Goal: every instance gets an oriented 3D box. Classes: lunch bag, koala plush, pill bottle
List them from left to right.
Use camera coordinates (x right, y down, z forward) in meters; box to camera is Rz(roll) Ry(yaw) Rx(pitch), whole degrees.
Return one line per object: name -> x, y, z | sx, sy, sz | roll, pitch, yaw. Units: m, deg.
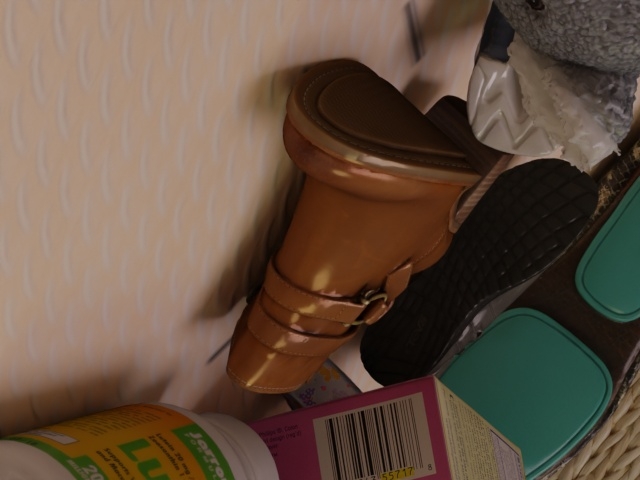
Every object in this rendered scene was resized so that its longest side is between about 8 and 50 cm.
pill bottle -> -0.127, 0.174, 1.164 | 0.136, 0.136, 0.246 | -55, 160, 20
lunch bag -> 0.009, 0.131, 1.454 | 0.053, 0.083, 0.071 | -46, 162, -10
koala plush -> 0.103, -0.161, 0.882 | 0.196, 0.221, 0.203 | -55, 160, 17

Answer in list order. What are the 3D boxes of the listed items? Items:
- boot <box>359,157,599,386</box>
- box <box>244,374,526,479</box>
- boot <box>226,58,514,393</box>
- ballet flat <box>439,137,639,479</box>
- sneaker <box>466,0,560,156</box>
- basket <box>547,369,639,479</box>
boot -> 0.134, 0.030, 1.564 | 0.246, 0.083, 0.161 | -45, 168, 7
box -> 0.031, 0.207, 1.399 | 0.213, 0.117, 0.243 | -16, 156, 16
boot -> 0.000, 0.000, 1.187 | 0.220, 0.109, 0.283 | -49, 169, 15
ballet flat -> 0.236, 0.073, 1.759 | 0.483, 0.164, 0.182 | -49, -179, -1
sneaker -> 0.160, -0.181, 1.187 | 0.153, 0.094, 0.235 | -56, 154, -64
basket -> 0.372, 0.187, 2.067 | 0.328, 0.266, 0.331 | -50, 160, 5
